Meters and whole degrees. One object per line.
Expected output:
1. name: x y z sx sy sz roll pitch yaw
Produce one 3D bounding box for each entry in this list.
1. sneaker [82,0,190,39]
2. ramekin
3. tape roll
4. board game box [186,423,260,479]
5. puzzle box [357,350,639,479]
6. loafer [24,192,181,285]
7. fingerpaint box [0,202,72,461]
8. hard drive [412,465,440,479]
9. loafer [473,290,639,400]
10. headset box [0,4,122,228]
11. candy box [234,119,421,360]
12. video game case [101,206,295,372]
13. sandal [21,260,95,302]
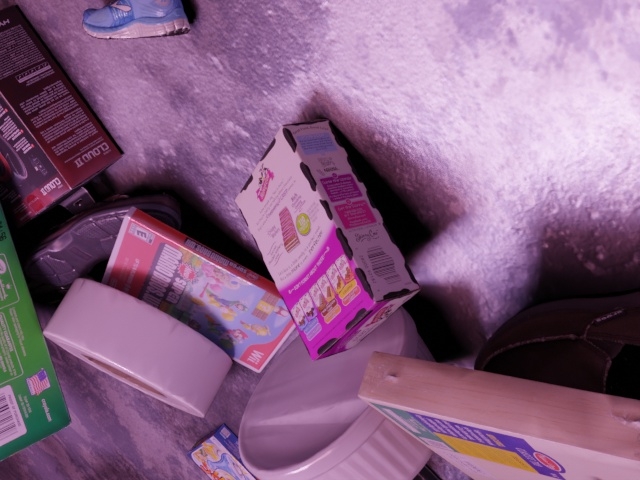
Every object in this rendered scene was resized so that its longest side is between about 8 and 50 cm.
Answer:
1. sneaker: -0.226 -0.284 0.951 0.162 0.063 0.073 5 107 31
2. ramekin: 0.036 0.211 0.976 0.273 0.273 0.127 -19 121 46
3. tape roll: -0.285 0.171 1.228 0.286 0.100 0.286 23 161 8
4. board game box: -0.150 0.447 1.472 0.201 0.035 0.136 46 138 -1
5. puzzle box: 0.249 0.233 0.827 0.272 0.052 0.409 6 156 36
6. loafer: -0.336 -0.021 1.199 0.303 0.095 0.109 -21 136 27
7. fingerpaint box: -0.606 0.088 1.290 0.371 0.163 0.444 20 126 47
8. hard drive: 0.162 0.394 1.190 0.135 0.022 0.094 45 138 0
9. loafer: 0.289 0.133 0.801 0.134 0.130 0.366 52 138 -7
10. headset box: -0.449 -0.163 1.173 0.218 0.110 0.293 -22 106 47
11. candy box: 0.000 0.000 0.908 0.233 0.071 0.159 63 142 18
12. video game case: -0.179 0.081 1.157 0.285 0.025 0.204 29 138 -6
13. sandal: -0.485 0.068 1.404 0.303 0.120 0.086 -10 78 47
